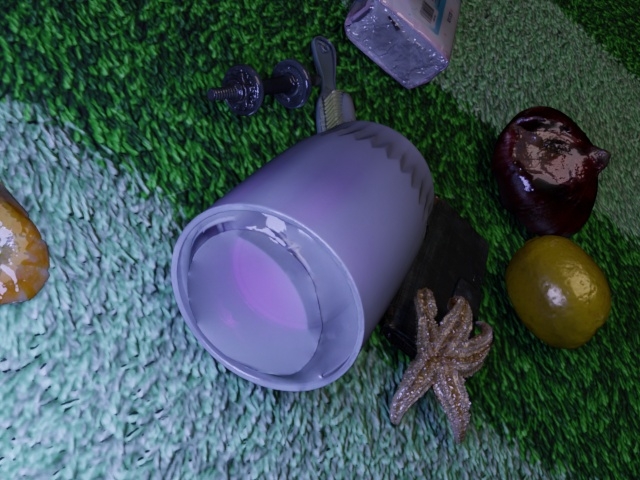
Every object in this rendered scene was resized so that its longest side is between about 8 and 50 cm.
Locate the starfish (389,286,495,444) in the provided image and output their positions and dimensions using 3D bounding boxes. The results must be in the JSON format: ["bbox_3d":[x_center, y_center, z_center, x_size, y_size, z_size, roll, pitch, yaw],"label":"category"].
[{"bbox_3d":[0.177,0.181,1.372,0.238,0.071,0.216,-35,89,-32],"label":"starfish"}]

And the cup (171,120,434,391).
[{"bbox_3d":[0.000,0.000,1.228,0.253,0.253,0.371,48,38,-4],"label":"cup"}]

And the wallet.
[{"bbox_3d":[0.192,0.070,1.521,0.169,0.044,0.317,39,43,-18],"label":"wallet"}]

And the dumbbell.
[{"bbox_3d":[-0.082,-0.238,1.465,0.254,0.081,0.081,-20,76,-49],"label":"dumbbell"}]

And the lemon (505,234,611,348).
[{"bbox_3d":[0.405,0.084,1.624,0.170,0.170,0.207,-8,60,-46],"label":"lemon"}]

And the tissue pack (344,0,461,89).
[{"bbox_3d":[0.164,-0.442,1.819,0.201,0.124,0.271,36,41,-17],"label":"tissue pack"}]

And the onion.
[{"bbox_3d":[0.458,-0.141,1.820,0.272,0.195,0.272,24,55,-38],"label":"onion"}]

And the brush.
[{"bbox_3d":[0.027,-0.245,1.589,0.068,0.060,0.296,16,51,-32],"label":"brush"}]

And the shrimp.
[{"bbox_3d":[-0.384,-0.023,1.040,0.217,0.051,0.115,55,42,0],"label":"shrimp"}]

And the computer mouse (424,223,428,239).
[{"bbox_3d":[0.088,-0.065,1.490,0.146,0.077,0.241,5,68,-44],"label":"computer mouse"}]
